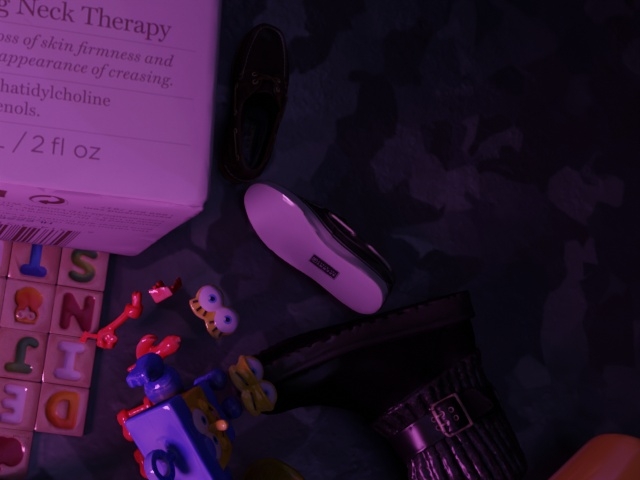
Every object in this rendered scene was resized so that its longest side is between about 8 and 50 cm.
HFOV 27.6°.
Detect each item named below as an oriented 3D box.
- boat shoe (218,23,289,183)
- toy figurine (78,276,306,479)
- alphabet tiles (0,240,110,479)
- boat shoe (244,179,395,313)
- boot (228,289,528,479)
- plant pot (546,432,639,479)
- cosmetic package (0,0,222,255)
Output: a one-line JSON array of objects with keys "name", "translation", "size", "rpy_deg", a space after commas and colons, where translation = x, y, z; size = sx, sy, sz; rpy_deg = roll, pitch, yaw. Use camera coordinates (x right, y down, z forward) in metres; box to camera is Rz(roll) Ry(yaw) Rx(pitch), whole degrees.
[{"name": "boat shoe", "translation": [-0.074, -0.172, 1.603], "size": [0.073, 0.073, 0.207], "rpy_deg": [11, 79, -18]}, {"name": "toy figurine", "translation": [-0.150, 0.241, 1.410], "size": [0.191, 0.217, 0.362], "rpy_deg": [-24, 98, 16]}, {"name": "alphabet tiles", "translation": [-0.394, 0.095, 1.484], "size": [0.285, 0.011, 0.342], "rpy_deg": [10, 80, -19]}, {"name": "boat shoe", "translation": [0.000, 0.000, 1.615], "size": [0.219, 0.078, 0.070], "rpy_deg": [43, 38, -5]}, {"name": "boot", "translation": [0.079, 0.222, 1.579], "size": [0.348, 0.131, 0.260], "rpy_deg": [-14, 89, -22]}, {"name": "plant pot", "translation": [0.349, 0.377, 1.613], "size": [0.254, 0.254, 0.239], "rpy_deg": [49, 56, -9]}, {"name": "cosmetic package", "translation": [-0.302, -0.213, 1.381], "size": [0.329, 0.327, 0.394], "rpy_deg": [6, 78, -19]}]
